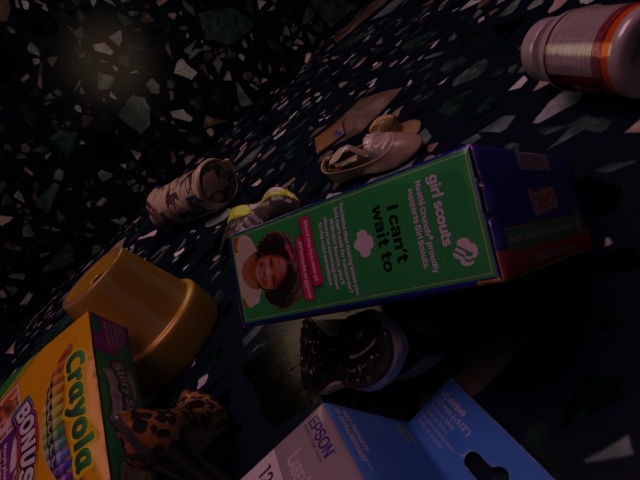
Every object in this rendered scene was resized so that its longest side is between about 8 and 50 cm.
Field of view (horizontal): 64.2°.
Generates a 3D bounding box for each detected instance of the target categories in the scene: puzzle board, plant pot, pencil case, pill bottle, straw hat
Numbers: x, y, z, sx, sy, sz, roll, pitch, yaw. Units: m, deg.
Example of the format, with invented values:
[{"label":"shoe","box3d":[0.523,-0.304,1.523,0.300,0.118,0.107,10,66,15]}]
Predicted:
[{"label":"puzzle board","box3d":[0.026,-0.297,1.461,0.096,0.011,0.128,-34,27,15]},{"label":"plant pot","box3d":[-0.386,0.150,1.072,0.254,0.239,0.254,-32,27,19]},{"label":"pencil case","box3d":[-0.442,-0.159,1.748,0.410,0.160,0.183,-14,52,47]},{"label":"pill bottle","box3d":[0.402,-0.278,0.747,0.121,0.121,0.221,-41,24,3]},{"label":"straw hat","box3d":[0.147,-0.247,1.143,0.144,0.061,0.144,-33,27,19]}]

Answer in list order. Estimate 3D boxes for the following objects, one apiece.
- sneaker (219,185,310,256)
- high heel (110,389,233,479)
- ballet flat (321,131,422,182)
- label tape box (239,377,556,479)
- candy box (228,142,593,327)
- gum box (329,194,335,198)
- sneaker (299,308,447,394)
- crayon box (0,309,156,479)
[{"label":"sneaker","box3d":[-0.128,-0.029,1.168,0.300,0.111,0.121,-21,42,49]},{"label":"high heel","box3d":[-0.220,0.245,0.733,0.093,0.186,0.261,-45,25,-6]},{"label":"ballet flat","box3d":[0.097,-0.182,1.083,0.248,0.086,0.086,-17,35,44]},{"label":"label tape box","box3d":[0.025,0.271,0.424,0.348,0.115,0.249,-44,25,-1]},{"label":"candy box","box3d":[0.100,0.003,0.580,0.317,0.122,0.268,-20,-9,41]},{"label":"gum box","box3d":[0.000,0.000,0.982,0.184,0.041,0.157,-45,25,-4]},{"label":"sneaker","box3d":[0.048,0.142,0.638,0.271,0.108,0.100,-23,66,62]},{"label":"crayon box","box3d":[-0.435,0.350,0.828,0.313,0.106,0.363,-40,48,8]}]
